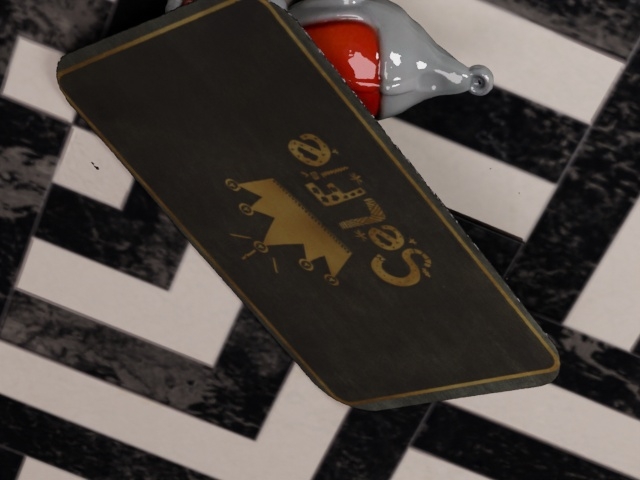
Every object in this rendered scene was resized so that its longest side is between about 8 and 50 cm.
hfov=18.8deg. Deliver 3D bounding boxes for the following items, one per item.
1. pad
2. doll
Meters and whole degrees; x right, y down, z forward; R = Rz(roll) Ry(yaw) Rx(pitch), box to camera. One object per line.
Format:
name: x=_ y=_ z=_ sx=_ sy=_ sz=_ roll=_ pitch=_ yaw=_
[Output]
pad: x=0.001 y=-0.001 z=1.316 sx=0.315 sy=0.063 sz=0.375 roll=-16 pitch=123 yaw=45
doll: x=0.004 y=-0.123 z=1.282 sx=0.227 sy=0.075 sz=0.102 roll=9 pitch=128 yaw=16
